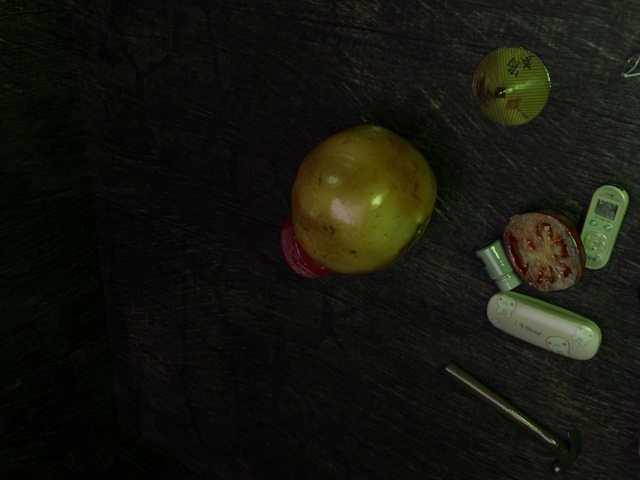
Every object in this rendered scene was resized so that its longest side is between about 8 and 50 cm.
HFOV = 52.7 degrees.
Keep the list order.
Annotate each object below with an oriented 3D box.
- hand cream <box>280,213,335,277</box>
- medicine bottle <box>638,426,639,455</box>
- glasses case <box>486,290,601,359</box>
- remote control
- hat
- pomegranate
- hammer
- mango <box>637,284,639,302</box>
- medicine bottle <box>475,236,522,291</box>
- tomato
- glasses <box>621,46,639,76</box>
[{"bbox_3d":[0.000,0.000,1.956,0.149,0.230,0.230,-20,99,44],"label":"hand cream"},{"bbox_3d":[0.850,0.425,1.554,0.143,0.143,0.258,10,119,35],"label":"medicine bottle"},{"bbox_3d":[0.585,0.221,1.706,0.297,0.075,0.113,21,126,30],"label":"glasses case"},{"bbox_3d":[0.668,-0.032,1.532,0.078,0.042,0.221,27,127,34],"label":"remote control"},{"bbox_3d":[0.435,-0.356,1.524,0.193,0.082,0.193,17,121,31],"label":"hat"},{"bbox_3d":[0.100,-0.109,1.713,0.417,0.417,0.416,18,122,31],"label":"pomegranate"},{"bbox_3d":[0.551,0.504,1.901,0.440,0.044,0.168,33,130,20],"label":"hammer"},{"bbox_3d":[0.838,0.179,1.458,0.267,0.111,0.133,46,148,9],"label":"mango"},{"bbox_3d":[0.475,0.065,1.710,0.080,0.080,0.130,-28,93,43],"label":"medicine bottle"},{"bbox_3d":[0.563,0.016,1.590,0.225,0.085,0.225,35,137,42],"label":"tomato"},{"bbox_3d":[0.709,-0.377,1.333,0.104,0.062,0.140,26,130,-2],"label":"glasses"}]
